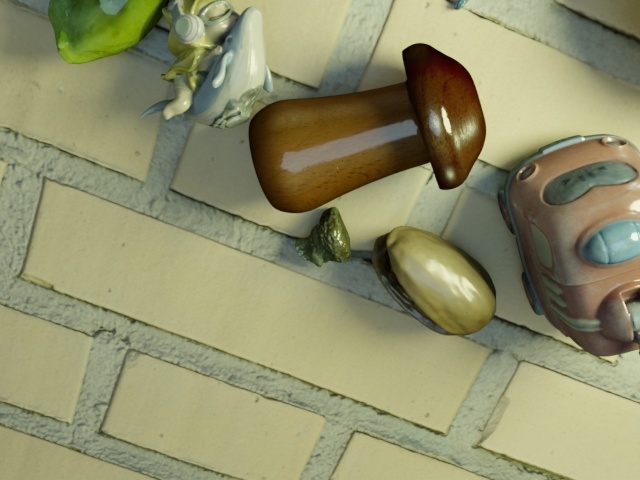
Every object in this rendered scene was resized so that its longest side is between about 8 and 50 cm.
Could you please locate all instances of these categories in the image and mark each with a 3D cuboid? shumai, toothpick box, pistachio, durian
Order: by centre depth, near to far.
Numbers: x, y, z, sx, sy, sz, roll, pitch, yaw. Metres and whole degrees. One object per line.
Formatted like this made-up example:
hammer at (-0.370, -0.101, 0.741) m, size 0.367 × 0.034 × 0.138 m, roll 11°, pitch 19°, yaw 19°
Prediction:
durian at (-0.261, -0.336, 0.889) m, size 0.139 × 0.101 × 0.250 m, roll 34°, pitch 107°, yaw -10°
toothpick box at (0.065, -0.139, 0.914) m, size 0.294 × 0.192 × 0.192 m, roll -14°, pitch 109°, yaw 13°
pistachio at (0.169, 0.057, 1.011) m, size 0.206 × 0.131 × 0.129 m, roll 40°, pitch 150°, yaw -8°
shumai at (0.000, 0.000, 1.020) m, size 0.080 × 0.082 × 0.083 m, roll -17°, pitch 85°, yaw 8°

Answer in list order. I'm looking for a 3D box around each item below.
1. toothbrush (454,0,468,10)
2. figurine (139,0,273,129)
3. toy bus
toothbrush at (0.239, -0.383, 0.905) m, size 0.013 × 0.019 × 0.193 m, roll 35°, pitch 105°, yaw -10°
figurine at (-0.151, -0.228, 0.910) m, size 0.208 × 0.128 × 0.184 m, roll -35°, pitch 80°, yaw 27°
toy bus at (0.375, 0.015, 0.930) m, size 0.197 × 0.232 × 0.294 m, roll -18°, pitch 109°, yaw 8°
